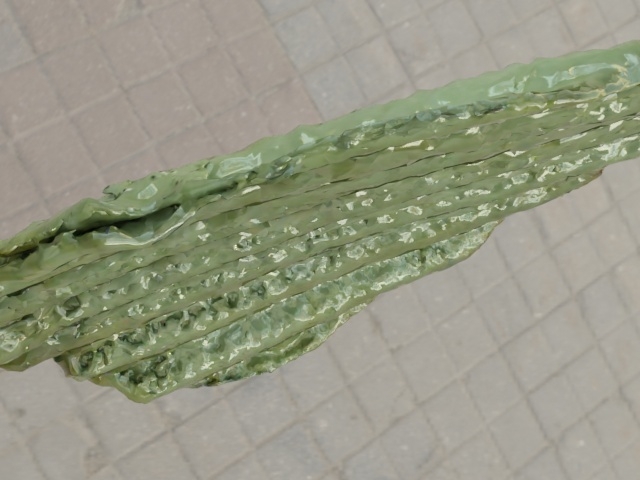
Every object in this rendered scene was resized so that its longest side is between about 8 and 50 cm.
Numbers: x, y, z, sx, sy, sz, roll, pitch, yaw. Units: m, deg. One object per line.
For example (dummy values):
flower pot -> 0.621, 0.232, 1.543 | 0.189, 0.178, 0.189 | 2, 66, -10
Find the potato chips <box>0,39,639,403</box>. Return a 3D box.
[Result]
potato chips -> 0.000, 0.000, 0.572 | 0.429, 0.358, 0.070 | -21, 77, 9
